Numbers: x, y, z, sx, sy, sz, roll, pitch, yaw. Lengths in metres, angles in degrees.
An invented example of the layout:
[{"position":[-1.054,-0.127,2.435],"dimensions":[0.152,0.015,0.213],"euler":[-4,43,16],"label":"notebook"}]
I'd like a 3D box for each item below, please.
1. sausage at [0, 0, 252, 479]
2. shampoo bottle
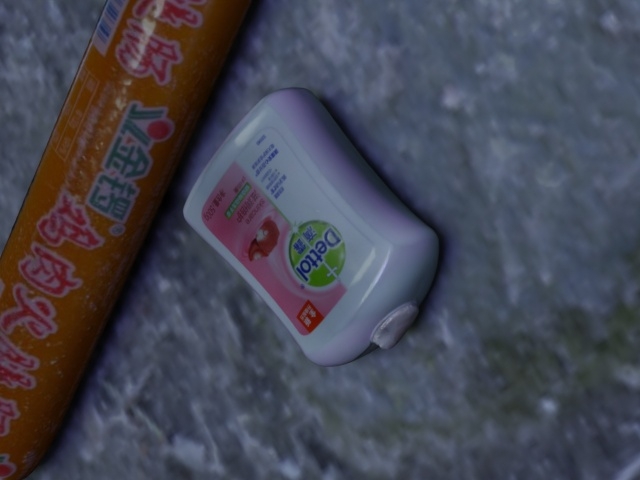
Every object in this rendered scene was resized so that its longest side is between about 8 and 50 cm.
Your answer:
[{"position":[-0.084,-0.035,0.771],"dimensions":[0.053,0.053,0.348],"euler":[37,114,26],"label":"sausage"},{"position":[0.000,0.000,0.723],"dimensions":[0.099,0.043,0.072],"euler":[49,119,21],"label":"shampoo bottle"}]
